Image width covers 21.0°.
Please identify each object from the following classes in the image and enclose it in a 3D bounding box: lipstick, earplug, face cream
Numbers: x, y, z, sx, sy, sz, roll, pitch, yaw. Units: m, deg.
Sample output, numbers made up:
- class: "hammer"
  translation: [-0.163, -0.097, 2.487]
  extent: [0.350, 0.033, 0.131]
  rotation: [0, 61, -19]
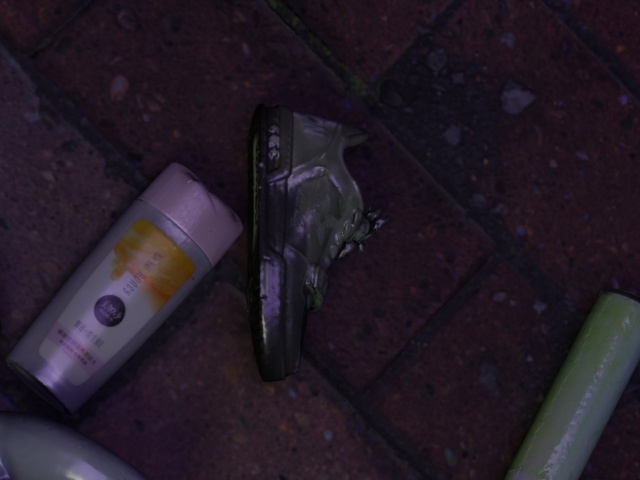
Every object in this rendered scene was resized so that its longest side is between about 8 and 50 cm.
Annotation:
- class: "lipstick"
  translation: [0.272, 0.193, 1.866]
  extent: [0.076, 0.076, 0.304]
  rotation: [32, 73, -10]
- class: "earplug"
  translation: [-0.290, 0.244, 1.588]
  extent: [0.326, 0.214, 0.175]
  rotation: [9, 76, -28]
- class: "face cream"
  translation: [-0.197, 0.048, 1.741]
  extent: [0.107, 0.073, 0.269]
  rotation: [46, 70, -14]

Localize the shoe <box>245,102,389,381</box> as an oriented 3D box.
- class: "shoe"
  translation: [0.000, 0.001, 1.788]
  extent: [0.149, 0.109, 0.293]
  rotation: [1, 76, -12]
